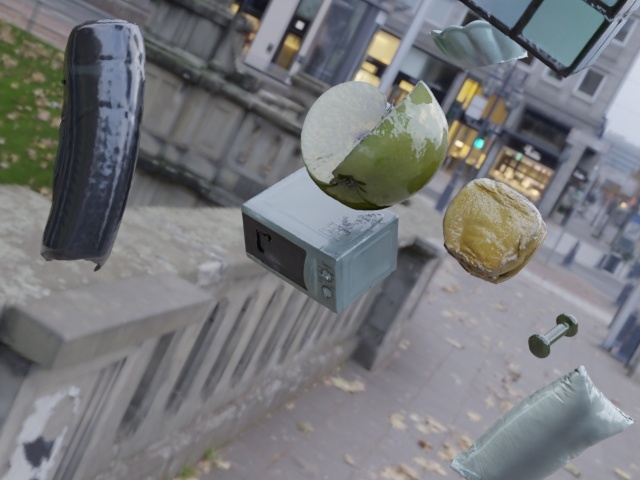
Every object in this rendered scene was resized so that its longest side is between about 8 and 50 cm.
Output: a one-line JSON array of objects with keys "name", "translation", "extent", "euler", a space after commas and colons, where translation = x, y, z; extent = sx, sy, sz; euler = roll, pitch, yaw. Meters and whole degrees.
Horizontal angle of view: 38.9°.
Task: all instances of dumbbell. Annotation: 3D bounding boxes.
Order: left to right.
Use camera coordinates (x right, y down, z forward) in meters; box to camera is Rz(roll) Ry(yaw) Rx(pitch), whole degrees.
[{"name": "dumbbell", "translation": [0.459, 0.187, 1.781], "extent": [0.118, 0.052, 0.046], "euler": [-28, 27, -35]}]

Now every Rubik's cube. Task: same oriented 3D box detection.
[{"name": "Rubik's cube", "translation": [0.301, -0.326, 1.115], "extent": [0.183, 0.180, 0.167], "euler": [41, 27, 9]}]

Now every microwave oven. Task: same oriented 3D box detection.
[{"name": "microwave oven", "translation": [0.000, 0.000, 2.050], "extent": [0.295, 0.181, 0.237], "euler": [30, 48, 33]}]

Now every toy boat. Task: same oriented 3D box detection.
[{"name": "toy boat", "translation": [0.344, -0.403, 1.824], "extent": [0.199, 0.100, 0.290], "euler": [-3, 14, 42]}]

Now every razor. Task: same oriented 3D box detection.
[{"name": "razor", "translation": [-0.320, -0.132, 1.281], "extent": [0.113, 0.349, 0.204], "euler": [7, 1, -21]}]

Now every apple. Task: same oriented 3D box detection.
[{"name": "apple", "translation": [0.118, -0.185, 1.843], "extent": [0.295, 0.258, 0.233], "euler": [3, -35, 46]}]

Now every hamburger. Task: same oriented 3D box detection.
[{"name": "hamburger", "translation": [0.353, -0.023, 1.868], "extent": [0.213, 0.214, 0.108], "euler": [34, -5, 33]}]

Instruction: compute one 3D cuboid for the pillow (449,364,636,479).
[{"name": "pillow", "translation": [0.324, 0.293, 1.322], "extent": [0.144, 0.254, 0.078], "euler": [41, 20, -19]}]
